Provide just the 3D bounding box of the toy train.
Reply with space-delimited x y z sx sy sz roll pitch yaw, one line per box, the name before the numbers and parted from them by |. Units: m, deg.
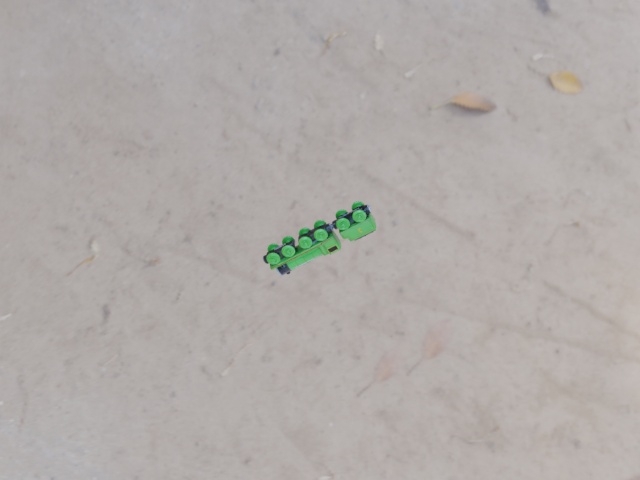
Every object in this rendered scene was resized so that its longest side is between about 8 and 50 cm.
toy train | 0.000 0.000 0.661 0.023 0.083 0.017 55 17 -28
